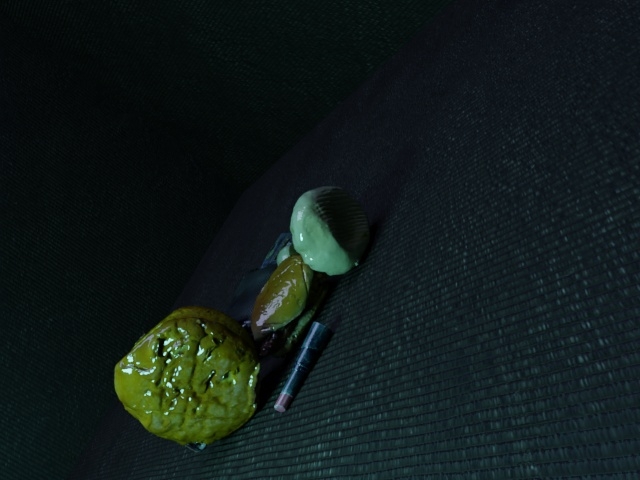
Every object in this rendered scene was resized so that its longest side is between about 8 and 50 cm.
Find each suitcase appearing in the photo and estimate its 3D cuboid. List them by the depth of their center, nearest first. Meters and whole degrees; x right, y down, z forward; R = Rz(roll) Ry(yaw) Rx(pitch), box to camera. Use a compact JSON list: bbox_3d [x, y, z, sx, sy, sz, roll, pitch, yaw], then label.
[{"bbox_3d":[-0.177,0.202,2.105,0.202,0.128,0.312,-21,31,34],"label":"suitcase"}]

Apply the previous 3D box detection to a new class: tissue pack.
[{"bbox_3d":[-0.125,0.052,2.446,0.173,0.073,0.235,-57,15,-11],"label":"tissue pack"}]

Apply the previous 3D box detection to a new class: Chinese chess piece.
[{"bbox_3d":[-0.071,0.080,2.087,0.058,0.144,0.144,-35,21,24],"label":"Chinese chess piece"}]

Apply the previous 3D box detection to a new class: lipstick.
[{"bbox_3d":[-0.050,0.314,1.689,0.234,0.053,0.053,-60,16,-16],"label":"lipstick"}]

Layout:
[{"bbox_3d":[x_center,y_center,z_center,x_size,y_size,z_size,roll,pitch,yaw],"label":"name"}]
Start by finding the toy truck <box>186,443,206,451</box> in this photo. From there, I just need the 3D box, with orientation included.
[{"bbox_3d":[-0.341,0.523,2.024,0.192,0.083,0.092,-56,16,-14],"label":"toy truck"}]

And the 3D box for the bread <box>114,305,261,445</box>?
[{"bbox_3d":[-0.335,0.361,1.825,0.398,0.398,0.215,-49,16,15],"label":"bread"}]

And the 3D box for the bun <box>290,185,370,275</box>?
[{"bbox_3d":[0.013,-0.024,1.891,0.160,0.259,0.259,-33,25,38],"label":"bun"}]

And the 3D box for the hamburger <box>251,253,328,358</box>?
[{"bbox_3d":[-0.078,0.172,1.910,0.245,0.155,0.282,-39,25,19],"label":"hamburger"}]
